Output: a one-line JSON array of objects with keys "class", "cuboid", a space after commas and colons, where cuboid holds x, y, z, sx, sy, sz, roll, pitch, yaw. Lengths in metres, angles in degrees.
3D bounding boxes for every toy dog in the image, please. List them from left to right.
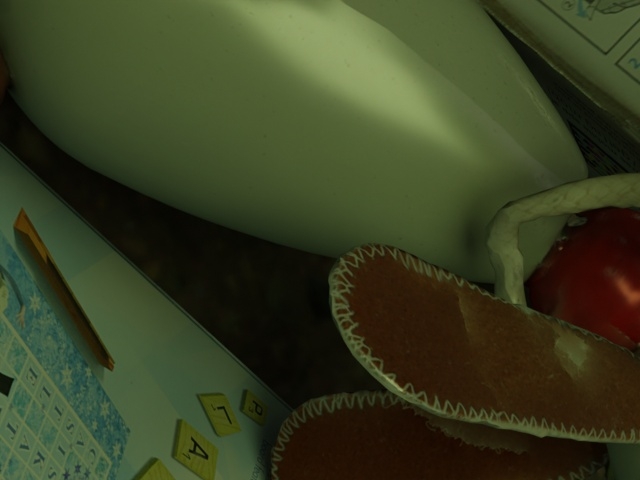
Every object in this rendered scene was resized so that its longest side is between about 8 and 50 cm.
[{"class": "toy dog", "cuboid": [0.000, 0.000, 0.493, 0.161, 0.220, 0.334, -39, 62, -20]}]

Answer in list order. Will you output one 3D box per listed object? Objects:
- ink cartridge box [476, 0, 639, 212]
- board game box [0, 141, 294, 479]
[{"class": "ink cartridge box", "cuboid": [0.230, -0.090, 0.636, 0.309, 0.130, 0.272, -43, 149, -3]}, {"class": "board game box", "cuboid": [-0.096, 0.122, 0.484, 0.318, 0.066, 0.318, 44, 32, -16]}]
